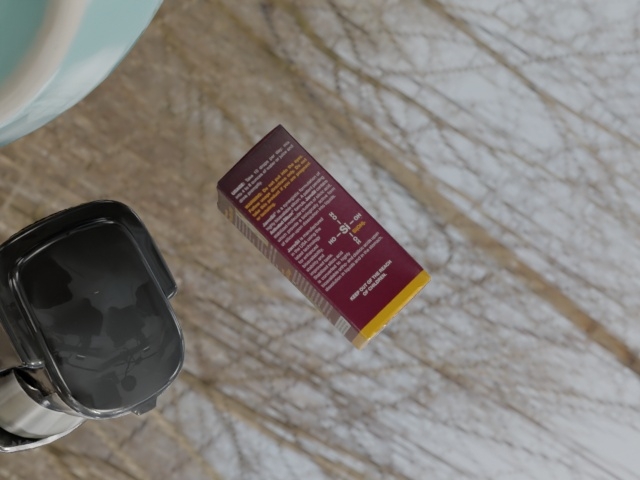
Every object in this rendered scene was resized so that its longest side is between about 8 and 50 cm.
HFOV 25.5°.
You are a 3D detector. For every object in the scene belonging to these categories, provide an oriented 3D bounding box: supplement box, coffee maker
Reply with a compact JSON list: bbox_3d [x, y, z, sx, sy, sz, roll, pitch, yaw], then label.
[{"bbox_3d":[0.000,0.000,1.239,0.081,0.188,0.104,-44,175,-9],"label":"supplement box"},{"bbox_3d":[-0.178,0.041,0.865,0.120,0.171,0.178,-54,-168,-28],"label":"coffee maker"}]

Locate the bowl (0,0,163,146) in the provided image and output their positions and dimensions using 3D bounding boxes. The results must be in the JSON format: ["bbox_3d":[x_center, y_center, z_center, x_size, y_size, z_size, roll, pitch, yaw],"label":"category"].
[{"bbox_3d":[-0.152,-0.133,0.398,0.311,0.311,0.163,-47,-146,39],"label":"bowl"}]
